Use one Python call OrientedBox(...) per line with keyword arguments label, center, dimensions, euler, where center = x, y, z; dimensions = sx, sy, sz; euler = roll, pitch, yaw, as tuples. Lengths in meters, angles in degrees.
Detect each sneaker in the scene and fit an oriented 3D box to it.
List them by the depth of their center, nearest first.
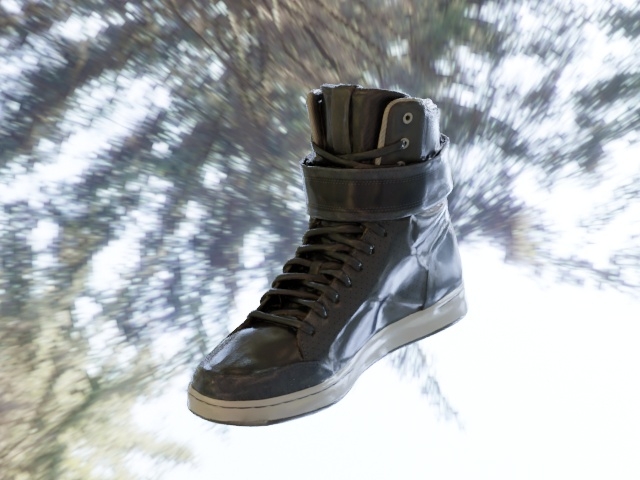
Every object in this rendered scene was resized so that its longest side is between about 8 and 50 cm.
OrientedBox(label="sneaker", center=(-0.001, -0.001, 0.998), dimensions=(0.086, 0.226, 0.163), euler=(12, -63, 36))
